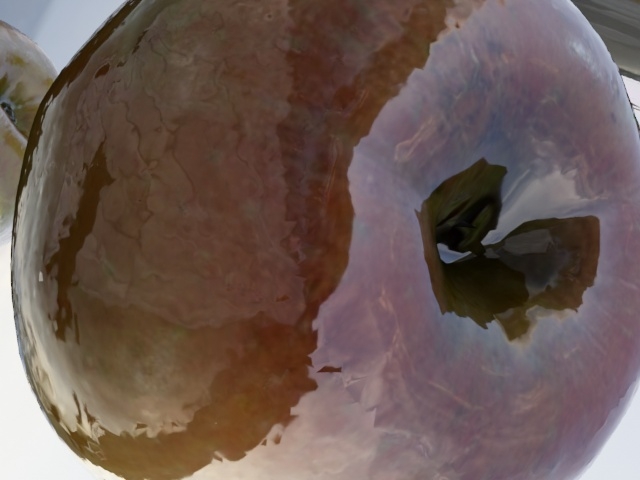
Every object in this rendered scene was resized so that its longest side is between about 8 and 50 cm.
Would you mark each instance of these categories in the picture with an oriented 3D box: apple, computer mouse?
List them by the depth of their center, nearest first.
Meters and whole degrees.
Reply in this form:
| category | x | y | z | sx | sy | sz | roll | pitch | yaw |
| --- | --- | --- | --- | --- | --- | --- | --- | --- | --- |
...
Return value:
| category | x | y | z | sx | sy | sz | roll | pitch | yaw |
| --- | --- | --- | --- | --- | --- | --- | --- | --- | --- |
| apple | 0.000 | 0.000 | 0.938 | 0.305 | 0.338 | 0.338 | 4 | -118 | 52 |
| apple | -0.269 | -0.080 | 1.261 | 0.173 | 0.195 | 0.160 | -19 | -148 | 23 |
| computer mouse | 0.250 | -0.135 | 1.371 | 0.310 | 0.158 | 0.072 | 28 | -91 | 48 |
